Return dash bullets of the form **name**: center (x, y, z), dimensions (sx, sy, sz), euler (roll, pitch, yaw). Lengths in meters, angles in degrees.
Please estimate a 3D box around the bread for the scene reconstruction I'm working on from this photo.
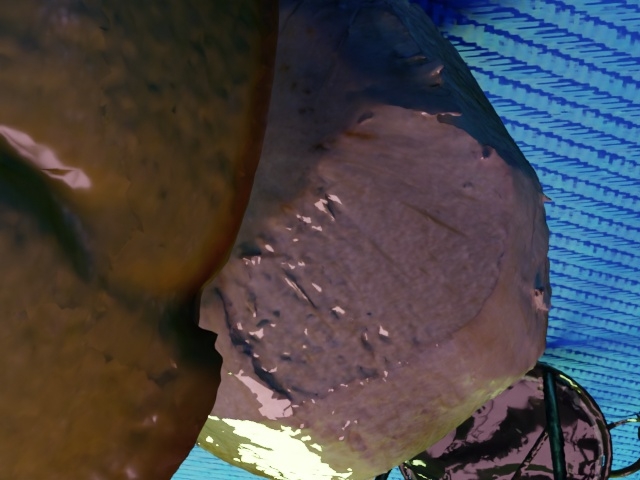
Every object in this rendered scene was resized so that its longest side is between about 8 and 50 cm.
- **bread**: center (-0.138, -0.027, 0.424), dimensions (0.270, 0.270, 0.148), euler (-13, 156, 25)

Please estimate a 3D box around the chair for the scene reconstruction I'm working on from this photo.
- **chair**: center (0.124, 0.151, 1.116), dimensions (0.159, 0.170, 0.326), euler (-14, -159, 17)

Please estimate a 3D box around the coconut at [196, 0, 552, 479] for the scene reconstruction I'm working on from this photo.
- **coconut**: center (-0.002, 0.003, 0.630), dimensions (0.194, 0.194, 0.194), euler (-2, 160, -1)
